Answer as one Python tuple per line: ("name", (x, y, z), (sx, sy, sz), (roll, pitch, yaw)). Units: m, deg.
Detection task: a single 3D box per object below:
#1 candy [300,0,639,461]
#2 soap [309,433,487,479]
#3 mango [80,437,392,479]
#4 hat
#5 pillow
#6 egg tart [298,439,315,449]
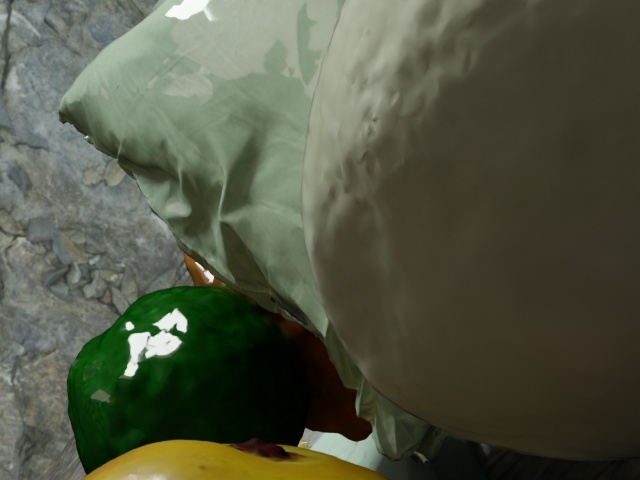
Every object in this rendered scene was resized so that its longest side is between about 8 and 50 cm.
("candy", (0.193, -0.049, 0.600), (0.427, 0.386, 0.186), (-31, 48, 23))
("soap", (0.037, 0.202, 1.126), (0.160, 0.087, 0.265), (-49, 11, 9))
("mango", (-0.076, 0.293, 0.768), (0.232, 0.300, 0.446), (-1, 52, 44))
("hat", (0.000, 0.000, 1.048), (0.400, 0.285, 0.285), (-18, -11, -36))
("pillow", (0.055, -0.084, 0.833), (0.310, 0.283, 0.138), (-46, -27, 6))
("egg tart", (-0.099, 0.267, 1.375), (0.294, 0.123, 0.294), (-50, 11, 13))
